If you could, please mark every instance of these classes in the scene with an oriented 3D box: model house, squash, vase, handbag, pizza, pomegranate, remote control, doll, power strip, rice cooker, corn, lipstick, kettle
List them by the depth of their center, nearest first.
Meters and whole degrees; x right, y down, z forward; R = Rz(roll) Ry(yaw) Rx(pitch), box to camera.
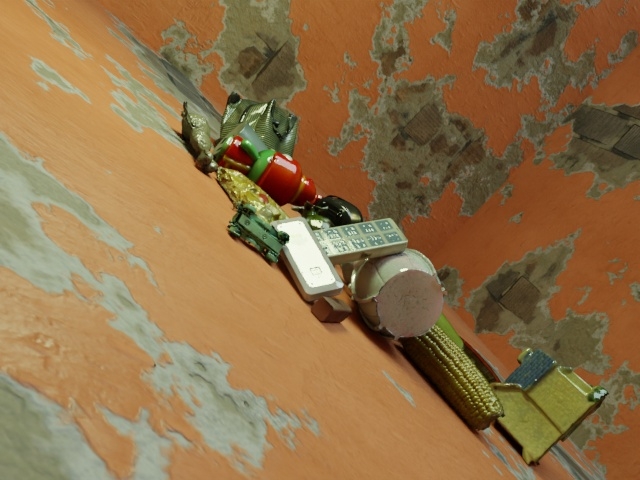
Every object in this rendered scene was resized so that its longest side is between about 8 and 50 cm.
[{"bbox_3d":[0.027,0.161,1.400,0.045,0.045,0.145,47,9,19],"label":"lipstick"},{"bbox_3d":[-0.038,0.039,1.460,0.103,0.034,0.250,-11,49,-25],"label":"remote control"},{"bbox_3d":[0.055,0.011,1.573,0.367,0.043,0.106,-10,45,-24],"label":"power strip"},{"bbox_3d":[-0.159,-0.085,1.677,0.280,0.075,0.288,38,9,-25],"label":"pizza"},{"bbox_3d":[0.364,0.368,1.678,0.344,0.131,0.131,51,11,32],"label":"corn"},{"bbox_3d":[-0.016,-0.026,1.725,0.148,0.148,0.169,25,62,-66],"label":"pomegranate"},{"bbox_3d":[0.192,0.118,1.757,0.250,0.250,0.445,41,2,-16],"label":"vase"},{"bbox_3d":[-0.352,-0.283,1.792,0.286,0.091,0.202,58,6,25],"label":"doll"},{"bbox_3d":[0.049,-0.069,1.828,0.165,0.112,0.106,32,19,31],"label":"rice cooker"},{"bbox_3d":[-0.148,-0.190,1.871,0.363,0.182,0.160,23,51,-18],"label":"doll"},{"bbox_3d":[0.327,0.266,1.873,0.247,0.132,0.132,51,6,-15],"label":"squash"},{"bbox_3d":[0.689,0.506,1.915,0.266,0.321,0.261,45,2,27],"label":"model house"},{"bbox_3d":[-0.238,-0.255,2.051,0.243,0.160,0.210,47,-23,-23],"label":"kettle"},{"bbox_3d":[-0.230,-0.400,2.277,0.247,0.240,0.340,18,1,19],"label":"handbag"}]

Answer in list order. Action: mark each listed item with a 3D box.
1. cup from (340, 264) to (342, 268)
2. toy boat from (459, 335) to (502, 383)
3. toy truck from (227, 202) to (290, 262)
[{"bbox_3d":[0.160,0.056,2.134,0.300,0.173,0.167,45,8,12],"label":"cup"},{"bbox_3d":[0.471,0.415,2.029,0.392,0.136,0.079,41,-23,-11],"label":"toy boat"},{"bbox_3d":[-0.148,-0.015,1.412,0.154,0.080,0.078,38,-18,-30],"label":"toy truck"}]
